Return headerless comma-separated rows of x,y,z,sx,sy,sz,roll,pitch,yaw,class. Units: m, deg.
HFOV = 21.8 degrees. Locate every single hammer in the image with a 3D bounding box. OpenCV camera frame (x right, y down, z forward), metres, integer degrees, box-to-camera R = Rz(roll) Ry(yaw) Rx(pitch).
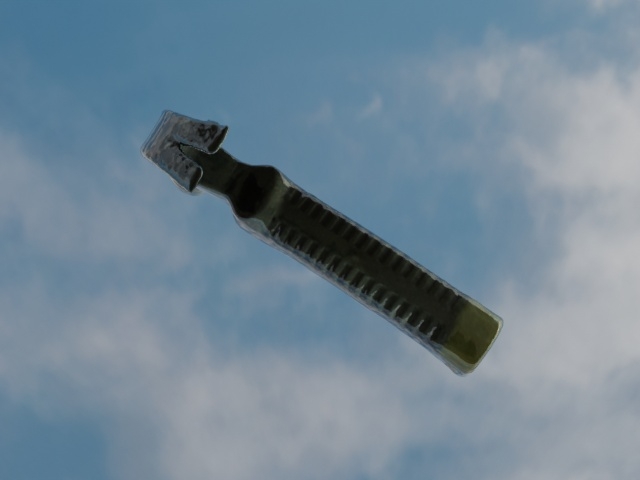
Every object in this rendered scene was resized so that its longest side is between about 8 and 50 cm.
0.000,0.000,0.931,0.226,0.159,0.041,34,-92,1,hammer
